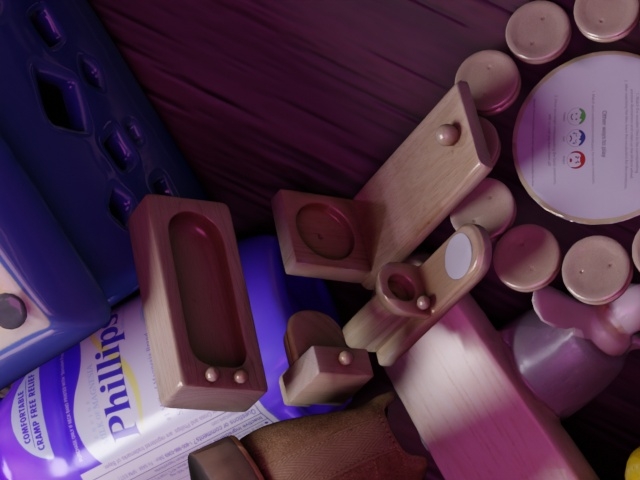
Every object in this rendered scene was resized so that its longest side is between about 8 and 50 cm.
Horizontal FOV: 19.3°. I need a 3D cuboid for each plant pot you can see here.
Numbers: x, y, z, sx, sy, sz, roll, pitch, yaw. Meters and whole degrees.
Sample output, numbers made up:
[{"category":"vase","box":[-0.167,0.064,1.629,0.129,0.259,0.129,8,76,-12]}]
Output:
[{"category":"plant pot","box":[-0.227,-0.020,1.023,0.236,0.212,0.236,-29,101,18]}]

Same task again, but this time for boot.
[{"category":"boot","box":[-0.005,0.163,1.040,0.115,0.305,0.112,-26,74,-14]}]

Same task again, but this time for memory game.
[{"category":"memory game","box":[0.150,-0.054,0.999,0.186,0.012,0.186,-7,69,19]}]

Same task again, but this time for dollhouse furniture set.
[{"category":"dollhouse furniture set","box":[0.000,0.000,0.969,0.151,0.144,0.123,7,144,-31]}]

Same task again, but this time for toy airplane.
[{"category":"toy airplane","box":[0.190,0.216,1.030,0.384,0.272,0.386,19,126,44]}]

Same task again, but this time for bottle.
[{"category":"bottle","box":[-0.120,0.104,1.096,0.283,0.118,0.092,-28,140,18]}]
